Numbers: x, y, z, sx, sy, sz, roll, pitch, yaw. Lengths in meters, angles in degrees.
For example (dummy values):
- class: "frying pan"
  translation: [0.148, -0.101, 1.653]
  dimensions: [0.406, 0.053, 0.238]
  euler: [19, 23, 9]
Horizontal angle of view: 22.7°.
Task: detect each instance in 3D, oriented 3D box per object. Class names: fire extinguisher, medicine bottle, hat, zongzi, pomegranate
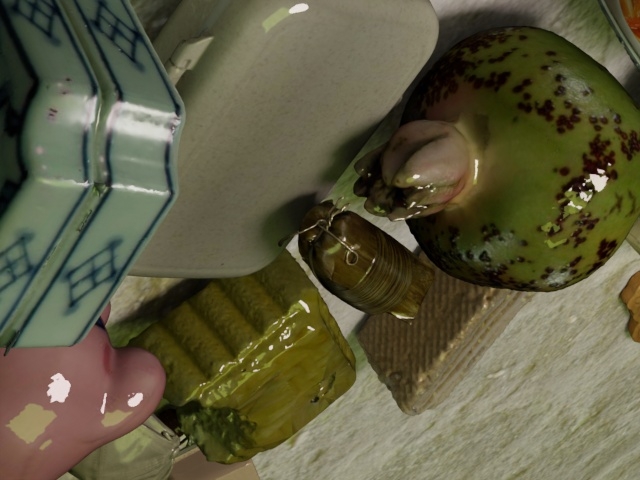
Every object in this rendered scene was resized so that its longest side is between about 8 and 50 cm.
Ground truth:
- class: "fire extinguisher"
  translation: [-0.204, 0.242, 1.936]
  dimensions: [0.132, 0.039, 0.056]
  euler: [-35, 113, 5]
- class: "medicine bottle"
  translation: [-0.069, -0.117, 1.510]
  dimensions: [0.282, 0.123, 0.375]
  euler: [4, 133, -43]
- class: "hat"
  translation: [-0.294, 0.244, 1.797]
  dimensions: [0.244, 0.149, 0.214]
  euler: [-30, 147, -21]
- class: "zongzi"
  translation: [0.000, 0.000, 1.617]
  dimensions: [0.187, 0.184, 0.084]
  euler: [37, 82, -47]
- class: "pomegranate"
  translation: [0.165, -0.074, 1.606]
  dimensions: [0.340, 0.285, 0.285]
  euler: [-6, 139, -42]

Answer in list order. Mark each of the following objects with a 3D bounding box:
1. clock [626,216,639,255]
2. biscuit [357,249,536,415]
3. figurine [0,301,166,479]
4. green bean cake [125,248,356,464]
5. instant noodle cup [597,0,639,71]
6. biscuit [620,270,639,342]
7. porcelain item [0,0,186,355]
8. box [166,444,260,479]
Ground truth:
- class: "clock"
  translation: [0.566, 0.004, 2.150]
  dimensions: [0.276, 0.120, 0.379]
  euler: [-46, 137, 1]
- class: "biscuit"
  translation: [0.198, 0.026, 1.886]
  dimensions: [0.078, 0.144, 0.426]
  euler: [5, 133, -43]
- class: "figurine"
  translation: [-0.318, 0.146, 1.561]
  dimensions: [0.261, 0.270, 0.211]
  euler: [-46, 139, 6]
- class: "green bean cake"
  translation: [-0.082, 0.141, 1.813]
  dimensions: [0.233, 0.124, 0.236]
  euler: [-37, 150, -4]
- class: "instant noodle cup"
  translation: [0.427, -0.240, 1.626]
  dimensions: [0.214, 0.296, 0.296]
  euler: [-36, 147, 21]
- class: "biscuit"
  translation: [0.508, 0.092, 2.310]
  dimensions: [0.144, 0.040, 0.236]
  euler: [-27, 144, 3]
- class: "porcelain item"
  translation: [-0.254, -0.072, 1.283]
  dimensions: [0.157, 0.286, 0.281]
  euler: [9, 131, -41]
- class: "box"
  translation: [-0.137, 0.299, 2.042]
  dimensions: [0.122, 0.062, 0.089]
  euler: [-27, 146, -8]
